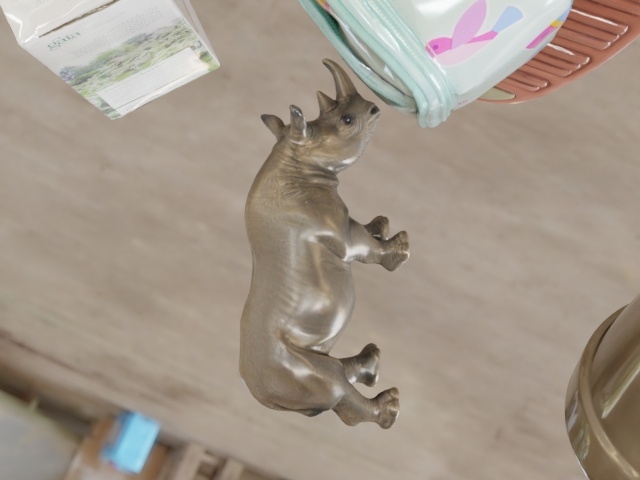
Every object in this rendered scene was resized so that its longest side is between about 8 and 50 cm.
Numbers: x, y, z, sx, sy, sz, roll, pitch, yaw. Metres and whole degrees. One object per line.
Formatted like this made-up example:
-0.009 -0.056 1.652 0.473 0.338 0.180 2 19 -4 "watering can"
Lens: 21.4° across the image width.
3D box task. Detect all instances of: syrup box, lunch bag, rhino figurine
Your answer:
-0.146 -0.161 1.134 0.096 0.093 0.237 64 -177 10 "syrup box"
-0.002 -0.184 0.781 0.279 0.108 0.224 52 -174 0 "lunch bag"
0.000 0.000 1.111 0.106 0.243 0.073 4 176 -19 "rhino figurine"

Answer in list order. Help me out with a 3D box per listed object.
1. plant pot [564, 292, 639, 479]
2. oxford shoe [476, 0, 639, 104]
0.447 0.129 1.810 0.323 0.323 0.280 21 140 10 "plant pot"
0.185 -0.246 1.120 0.141 0.146 0.397 21 138 -13 "oxford shoe"
